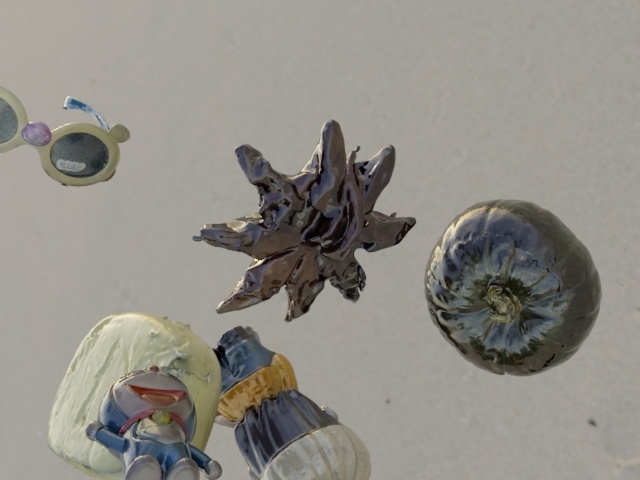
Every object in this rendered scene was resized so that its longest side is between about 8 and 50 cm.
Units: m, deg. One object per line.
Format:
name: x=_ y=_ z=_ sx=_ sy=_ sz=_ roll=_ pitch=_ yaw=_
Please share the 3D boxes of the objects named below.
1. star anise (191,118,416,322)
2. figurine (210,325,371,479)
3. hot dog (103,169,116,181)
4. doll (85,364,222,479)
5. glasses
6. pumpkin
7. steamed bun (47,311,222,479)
star anise: x=0.000 y=0.000 z=1.106 sx=0.272 sy=0.272 sz=0.102 roll=-55 pitch=37 yaw=12
figurine: x=-0.067 y=0.291 z=1.585 sx=0.185 sy=0.332 sz=0.204 roll=-41 pitch=-2 yaw=5
hot dog: x=-0.319 y=-0.104 z=1.455 sx=0.083 sy=0.058 sz=0.035 roll=20 pitch=111 yaw=60
doll: x=-0.147 y=0.167 z=0.900 sx=0.152 sy=0.114 sz=0.086 roll=-122 pitch=48 yaw=-63
glasses: x=-0.327 y=-0.134 z=1.154 sx=0.088 sy=0.189 sz=0.220 roll=-66 pitch=26 yaw=5
pumpkin: x=0.244 y=0.065 z=1.353 sx=0.238 sy=0.238 sz=0.159 roll=-39 pitch=-6 yaw=34
steamed bun: x=-0.225 y=0.219 z=1.370 sx=0.273 sy=0.166 sz=0.232 roll=4 pitch=68 yaw=49
